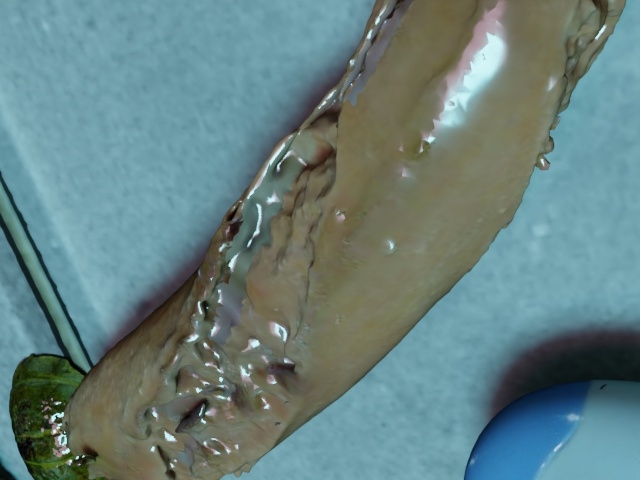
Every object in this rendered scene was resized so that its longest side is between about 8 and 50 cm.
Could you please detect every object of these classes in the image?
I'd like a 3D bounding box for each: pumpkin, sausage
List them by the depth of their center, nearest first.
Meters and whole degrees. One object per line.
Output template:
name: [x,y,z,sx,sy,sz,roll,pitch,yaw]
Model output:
sausage: [0.001,0.002,0.410,0.087,0.079,0.327,54,126,18]
pumpkin: [-0.122,0.094,0.538,0.050,0.028,0.083,-13,108,29]

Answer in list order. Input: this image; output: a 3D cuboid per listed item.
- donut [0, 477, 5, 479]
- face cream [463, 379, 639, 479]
donut: [-0.275,0.191,0.606,0.272,0.107,0.272,11,122,18]
face cream: [0.176,0.127,0.406,0.264,0.083,0.149,23,129,8]
